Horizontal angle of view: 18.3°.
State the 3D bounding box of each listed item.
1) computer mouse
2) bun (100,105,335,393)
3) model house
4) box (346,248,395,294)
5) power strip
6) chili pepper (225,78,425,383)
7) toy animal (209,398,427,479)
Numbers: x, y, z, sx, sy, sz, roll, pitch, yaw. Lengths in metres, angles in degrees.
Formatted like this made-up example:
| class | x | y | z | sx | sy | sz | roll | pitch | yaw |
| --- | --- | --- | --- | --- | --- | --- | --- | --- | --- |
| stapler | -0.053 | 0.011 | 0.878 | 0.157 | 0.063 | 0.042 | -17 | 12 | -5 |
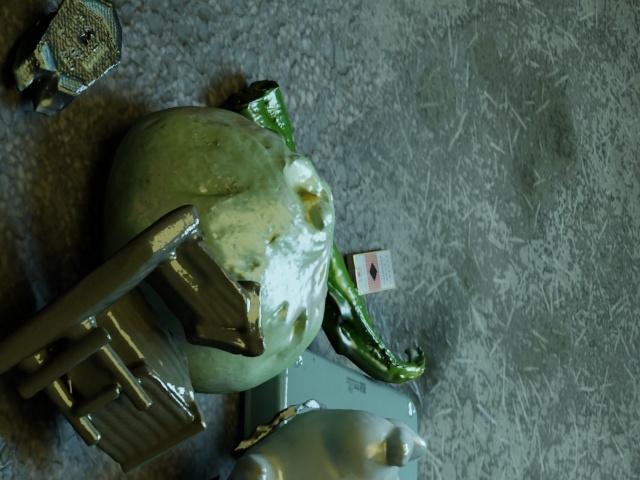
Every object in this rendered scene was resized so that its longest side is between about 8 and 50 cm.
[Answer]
| class | x | y | z | sx | sy | sz | roll | pitch | yaw |
| --- | --- | --- | --- | --- | --- | --- | --- | --- | --- |
| computer mouse | -0.230 | -0.167 | 1.772 | 0.079 | 0.047 | 0.135 | 51 | 54 | -23 |
| bun | -0.073 | 0.008 | 1.857 | 0.283 | 0.179 | 0.283 | 10 | 78 | -57 |
| model house | -0.154 | 0.092 | 1.702 | 0.188 | 0.229 | 0.122 | 53 | 1 | -19 |
| box | 0.056 | 0.035 | 2.206 | 0.083 | 0.012 | 0.046 | -9 | 91 | -58 |
| power strip | 0.012 | 0.226 | 2.052 | 0.265 | 0.059 | 0.193 | 29 | 55 | -51 |
| chili pepper | 0.000 | 0.001 | 2.063 | 0.359 | 0.076 | 0.085 | 63 | 26 | -15 |
| toy animal | -0.039 | 0.286 | 1.853 | 0.325 | 0.154 | 0.208 | -52 | 141 | -2 |
